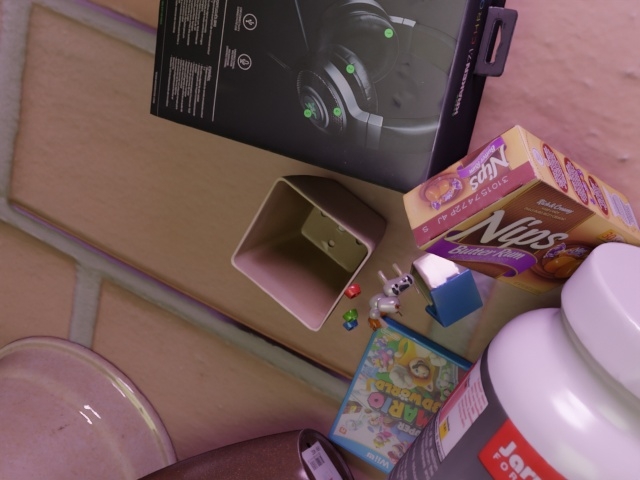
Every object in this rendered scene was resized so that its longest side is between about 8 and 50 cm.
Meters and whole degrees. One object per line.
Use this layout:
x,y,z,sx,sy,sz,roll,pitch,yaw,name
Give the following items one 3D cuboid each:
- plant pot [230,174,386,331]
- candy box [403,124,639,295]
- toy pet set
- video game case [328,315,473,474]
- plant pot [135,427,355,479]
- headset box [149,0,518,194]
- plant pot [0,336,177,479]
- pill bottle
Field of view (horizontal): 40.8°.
0.000,0.000,0.819,0.109,0.096,0.109,38,121,11,plant pot
0.166,-0.016,0.687,0.109,0.187,0.053,-32,57,31,candy box
0.085,0.064,0.802,0.114,0.122,0.065,-29,71,-8,toy pet set
0.086,0.173,0.892,0.119,0.015,0.166,28,119,14,video game case
-0.080,0.306,0.930,0.230,0.215,0.215,-36,91,17,plant pot
0.019,-0.195,0.717,0.283,0.131,0.246,18,115,19,headset box
-0.389,0.326,1.013,0.334,0.305,0.334,9,112,23,plant pot
0.197,0.190,0.730,0.210,0.210,0.363,35,120,10,pill bottle
